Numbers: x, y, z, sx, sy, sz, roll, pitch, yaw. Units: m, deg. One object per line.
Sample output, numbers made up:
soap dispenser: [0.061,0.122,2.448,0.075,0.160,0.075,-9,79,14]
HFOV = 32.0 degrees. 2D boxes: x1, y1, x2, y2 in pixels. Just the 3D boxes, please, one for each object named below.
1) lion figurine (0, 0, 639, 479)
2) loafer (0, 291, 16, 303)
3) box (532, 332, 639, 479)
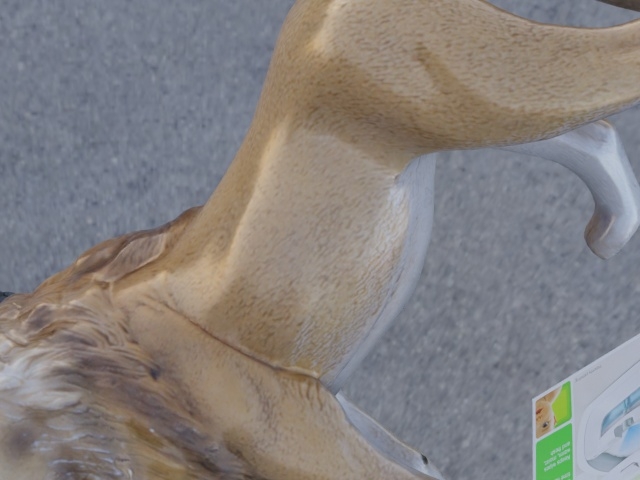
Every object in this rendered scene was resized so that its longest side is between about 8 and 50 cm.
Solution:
lion figurine: [0.000,0.000,0.471,0.240,0.142,0.392,32,96,-4]
loafer: [-0.213,0.052,0.634,0.223,0.076,0.078,5,35,-38]
box: [0.320,0.212,1.006,0.127,0.262,0.231,26,49,-19]
